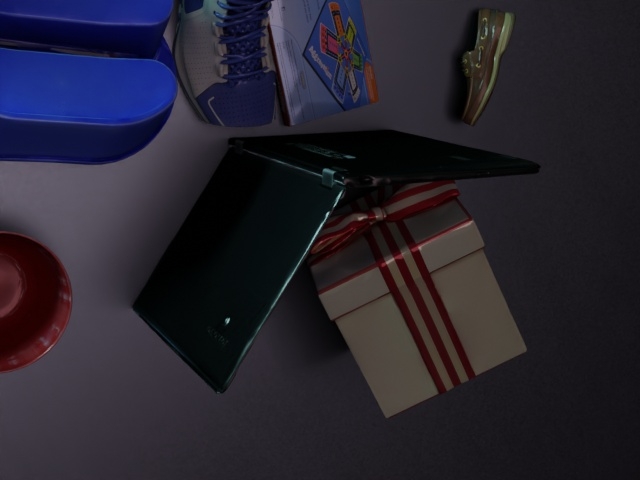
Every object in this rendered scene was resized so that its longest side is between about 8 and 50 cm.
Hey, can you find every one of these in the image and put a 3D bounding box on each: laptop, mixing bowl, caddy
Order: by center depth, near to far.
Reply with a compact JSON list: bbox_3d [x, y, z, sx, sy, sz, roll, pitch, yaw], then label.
[{"bbox_3d":[-0.330,-0.220,1.351,0.341,0.179,0.241,2,76,-24],"label":"caddy"},{"bbox_3d":[-0.414,0.068,1.412,0.181,0.098,0.181,-6,104,-23],"label":"mixing bowl"},{"bbox_3d":[0.000,0.000,1.426,0.407,0.382,0.236,-5,104,-23],"label":"laptop"}]

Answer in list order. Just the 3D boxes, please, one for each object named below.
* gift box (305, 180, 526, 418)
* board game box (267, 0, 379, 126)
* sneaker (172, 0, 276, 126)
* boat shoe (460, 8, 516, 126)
[{"bbox_3d":[0.104,0.050,1.565,0.255,0.276,0.258,-28,115,-3],"label":"gift box"},{"bbox_3d":[-0.010,-0.313,1.553,0.145,0.027,0.281,-17,107,-19],"label":"board game box"},{"bbox_3d":[-0.114,-0.295,1.424,0.127,0.182,0.316,-13,106,-20],"label":"sneaker"},{"bbox_3d":[0.238,-0.259,1.663,0.060,0.064,0.178,18,92,4],"label":"boat shoe"}]
